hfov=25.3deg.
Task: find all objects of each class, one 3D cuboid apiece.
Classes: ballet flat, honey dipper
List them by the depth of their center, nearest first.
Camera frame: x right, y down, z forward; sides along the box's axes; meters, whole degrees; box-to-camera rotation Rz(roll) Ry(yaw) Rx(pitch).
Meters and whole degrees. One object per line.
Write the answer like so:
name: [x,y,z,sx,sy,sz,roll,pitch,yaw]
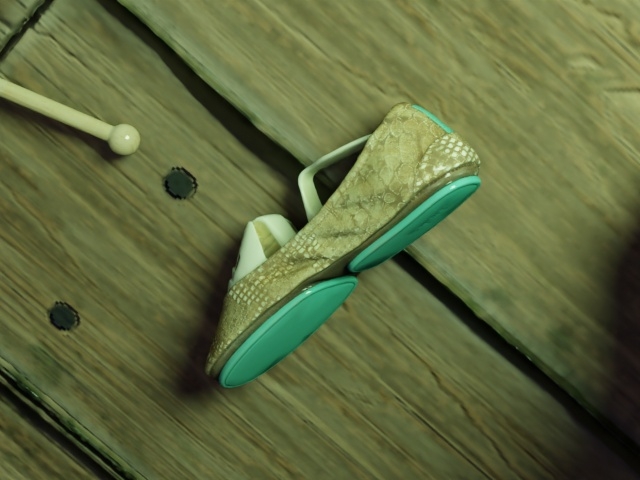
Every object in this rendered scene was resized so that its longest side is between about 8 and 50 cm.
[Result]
ballet flat: [0.000,0.000,0.774,0.206,0.073,0.067,-41,71,25]
honey dipper: [-0.175,-0.084,0.795,0.160,0.030,0.030,24,119,2]
